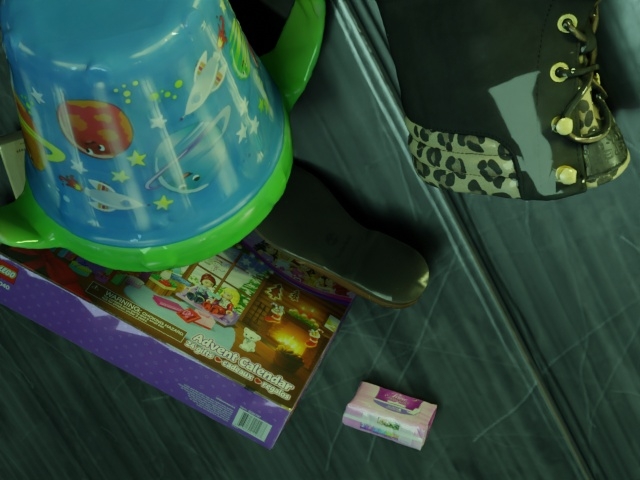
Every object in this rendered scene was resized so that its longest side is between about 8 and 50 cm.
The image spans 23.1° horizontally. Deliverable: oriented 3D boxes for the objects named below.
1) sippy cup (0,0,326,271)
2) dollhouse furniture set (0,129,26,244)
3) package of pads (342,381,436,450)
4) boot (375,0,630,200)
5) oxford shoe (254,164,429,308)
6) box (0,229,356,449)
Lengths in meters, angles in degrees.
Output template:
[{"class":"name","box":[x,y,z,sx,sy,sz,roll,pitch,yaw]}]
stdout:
[{"class":"sippy cup","box":[-0.150,-0.130,1.265,0.240,0.305,0.224,14,149,17]},{"class":"dollhouse furniture set","box":[-0.335,-0.066,1.543,0.151,0.123,0.144,-19,117,-9]},{"class":"package of pads","box":[0.067,0.169,1.518,0.083,0.050,0.032,17,119,11]},{"class":"boot","box":[0.198,-0.180,1.200,0.377,0.138,0.284,0,119,26]},{"class":"oxford shoe","box":[0.000,0.000,1.434,0.212,0.076,0.076,36,165,8]},{"class":"box","box":[-0.130,0.044,1.425,0.293,0.201,0.057,28,126,2]}]
